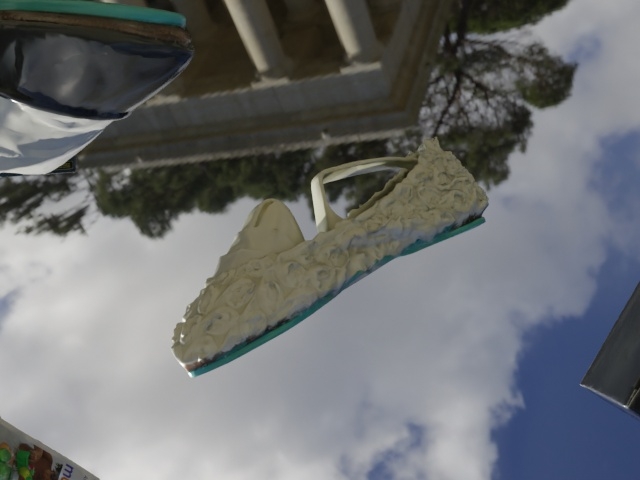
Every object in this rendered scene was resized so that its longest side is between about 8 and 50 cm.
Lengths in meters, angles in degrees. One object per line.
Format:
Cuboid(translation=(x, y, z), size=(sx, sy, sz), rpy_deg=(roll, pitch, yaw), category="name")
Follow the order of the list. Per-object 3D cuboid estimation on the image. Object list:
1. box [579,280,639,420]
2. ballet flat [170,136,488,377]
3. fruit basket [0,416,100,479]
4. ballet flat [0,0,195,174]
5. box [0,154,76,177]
Cuboid(translation=(0.392, 0.136, 0.856), size=(0.153, 0.207, 0.108), rpy_deg=(-58, -173, -2), category="box")
Cuboid(translation=(0.000, 0.000, 0.929), size=(0.409, 0.147, 0.147), rpy_deg=(-26, -146, -29), category="ballet flat")
Cuboid(translation=(-0.555, 0.441, 1.437), size=(0.353, 0.327, 0.165), rpy_deg=(29, -161, 17), category="fruit basket")
Cuboid(translation=(-0.172, -0.090, 0.474), size=(0.280, 0.096, 0.095), rpy_deg=(19, -165, 38), category="ballet flat")
Cuboid(translation=(-0.393, -0.146, 0.975), size=(0.233, 0.159, 0.044), rpy_deg=(-7, -142, -25), category="box")
